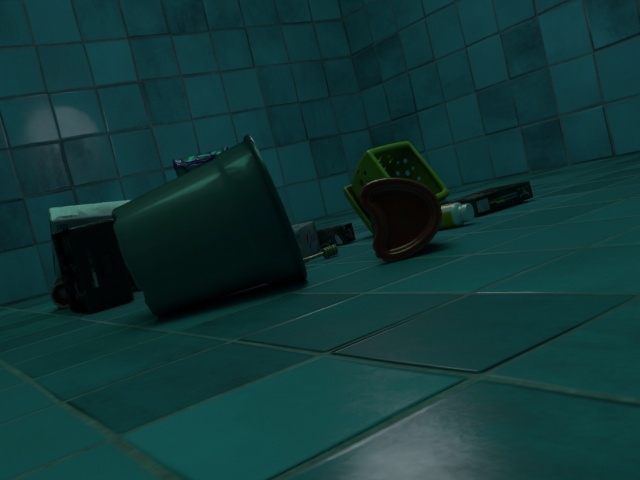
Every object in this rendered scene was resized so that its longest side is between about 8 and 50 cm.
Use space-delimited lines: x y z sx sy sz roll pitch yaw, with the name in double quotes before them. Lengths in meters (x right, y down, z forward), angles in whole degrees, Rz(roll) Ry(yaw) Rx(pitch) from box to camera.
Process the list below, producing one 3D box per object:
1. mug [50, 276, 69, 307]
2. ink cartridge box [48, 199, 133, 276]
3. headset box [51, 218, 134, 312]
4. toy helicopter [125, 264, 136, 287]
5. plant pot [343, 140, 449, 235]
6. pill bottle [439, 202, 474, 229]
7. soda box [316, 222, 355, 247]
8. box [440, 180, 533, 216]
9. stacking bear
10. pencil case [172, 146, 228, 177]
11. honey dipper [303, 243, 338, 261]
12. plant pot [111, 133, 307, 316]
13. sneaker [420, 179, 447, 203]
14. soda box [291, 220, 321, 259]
"mug" -0.856 0.159 2.326 0.150 0.113 0.169 -46 13 -5
"ink cartridge box" -0.720 -0.006 2.253 0.330 0.071 0.324 -7 -33 -22
"headset box" -0.671 0.076 1.985 0.131 0.246 0.283 -15 3 -31
"toy helicopter" -0.673 0.103 2.306 0.355 0.140 0.235 -2 -22 -16
"plant pot" 0.220 -0.150 2.107 0.227 0.228 0.207 -19 -21 -45
"pill bottle" 0.349 -0.067 1.812 0.116 0.065 0.065 -10 6 40
"soda box" 0.024 -0.010 2.141 0.169 0.060 0.053 -12 3 34
"box" 0.495 -0.118 2.054 0.233 0.059 0.183 -17 6 -28
"stacking bear" 0.185 -0.047 1.560 0.164 0.175 0.289 -16 -3 3
"pencil case" -0.301 -0.195 1.738 0.152 0.064 0.070 -14 -11 1
"honey dipper" -0.029 0.048 1.796 0.161 0.030 0.030 -19 6 -20
"plant pot" -0.247 -0.013 1.471 0.334 0.341 0.341 -22 5 -8
"sneaker" 0.366 -0.157 2.353 0.114 0.152 0.305 -10 7 19
"soda box" -0.069 0.006 1.985 0.091 0.098 0.286 -13 5 9
